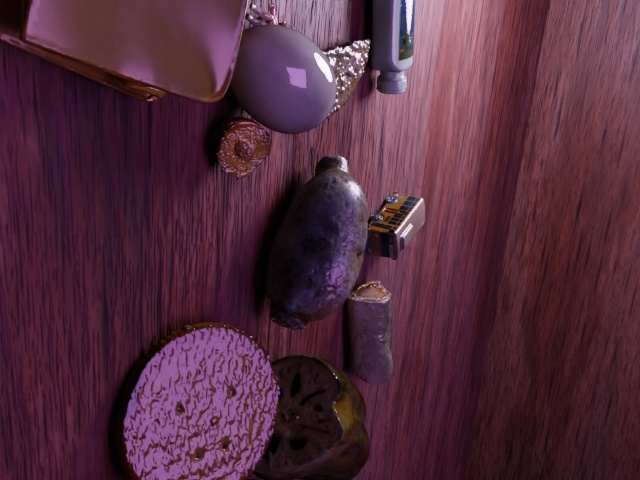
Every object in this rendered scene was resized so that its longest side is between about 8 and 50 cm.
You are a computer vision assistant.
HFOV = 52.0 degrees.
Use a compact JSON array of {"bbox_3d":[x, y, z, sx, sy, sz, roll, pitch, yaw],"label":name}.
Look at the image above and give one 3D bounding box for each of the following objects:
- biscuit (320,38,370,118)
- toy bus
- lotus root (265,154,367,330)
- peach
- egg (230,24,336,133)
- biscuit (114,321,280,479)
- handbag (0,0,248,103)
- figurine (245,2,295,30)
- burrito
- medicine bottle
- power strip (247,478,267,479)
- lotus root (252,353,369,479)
[{"bbox_3d":[0.013,-0.303,1.251,0.290,0.038,0.141,-33,132,-51],"label":"biscuit"},{"bbox_3d":[0.188,-0.035,1.640,0.182,0.103,0.091,-48,141,-42],"label":"toy bus"},{"bbox_3d":[0.001,0.000,1.237,0.175,0.175,0.350,33,71,-62],"label":"lotus root"},{"bbox_3d":[-0.131,-0.151,1.030,0.098,0.061,0.098,-15,123,-24],"label":"peach"},{"bbox_3d":[-0.061,-0.250,1.014,0.209,0.151,0.151,34,73,-54],"label":"egg"},{"bbox_3d":[-0.189,0.280,1.058,0.305,0.038,0.305,-2,93,-42],"label":"biscuit"},{"bbox_3d":[-0.201,-0.373,0.726,0.283,0.133,0.401,10,94,-58],"label":"handbag"},{"bbox_3d":[-0.082,-0.344,1.046,0.109,0.047,0.064,18,94,-54],"label":"figurine"},{"bbox_3d":[0.132,0.250,1.679,0.143,0.105,0.299,-46,139,-50],"label":"burrito"},{"bbox_3d":[0.156,-0.434,1.409,0.121,0.083,0.229,-42,139,-51],"label":"medicine bottle"},{"bbox_3d":[-0.176,0.512,1.189,0.257,0.092,0.251,-30,150,-3],"label":"power strip"},{"bbox_3d":[-0.021,0.372,1.308,0.250,0.250,0.346,-66,153,-18],"label":"lotus root"}]
